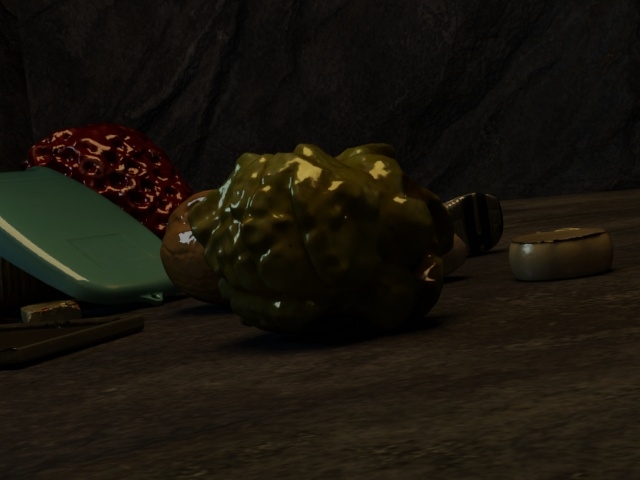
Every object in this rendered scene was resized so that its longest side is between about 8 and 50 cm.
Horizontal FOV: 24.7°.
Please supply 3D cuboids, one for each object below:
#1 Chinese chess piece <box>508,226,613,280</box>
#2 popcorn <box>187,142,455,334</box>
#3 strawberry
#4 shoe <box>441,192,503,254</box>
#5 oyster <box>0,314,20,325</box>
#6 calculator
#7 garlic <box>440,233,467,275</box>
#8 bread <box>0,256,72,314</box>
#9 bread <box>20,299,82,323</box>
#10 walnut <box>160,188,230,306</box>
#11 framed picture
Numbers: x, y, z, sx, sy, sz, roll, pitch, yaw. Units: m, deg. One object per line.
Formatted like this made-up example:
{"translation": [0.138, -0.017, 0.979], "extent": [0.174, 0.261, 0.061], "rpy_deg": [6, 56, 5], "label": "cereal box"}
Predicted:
{"translation": [0.282, 0.016, 1.717], "extent": [0.122, 0.051, 0.122], "rpy_deg": [-7, 6, 1], "label": "Chinese chess piece"}
{"translation": [0.000, 0.000, 1.431], "extent": [0.255, 0.194, 0.256], "rpy_deg": [-1, -14, 9], "label": "popcorn"}
{"translation": [-0.340, -0.062, 2.608], "extent": [0.345, 0.295, 0.317], "rpy_deg": [13, -25, 23], "label": "strawberry"}
{"translation": [0.171, -0.019, 2.142], "extent": [0.207, 0.091, 0.106], "rpy_deg": [-11, 10, -16], "label": "shoe"}
{"translation": [-0.431, 0.090, 1.792], "extent": [0.146, 0.045, 0.122], "rpy_deg": [26, -31, -37], "label": "oyster"}
{"translation": [-0.352, -0.009, 2.035], "extent": [0.386, 0.054, 0.256], "rpy_deg": [34, 24, 29], "label": "calculator"}
{"translation": [0.092, 0.017, 1.817], "extent": [0.175, 0.099, 0.124], "rpy_deg": [-13, 25, -28], "label": "garlic"}
{"translation": [-0.434, 0.050, 2.092], "extent": [0.132, 0.114, 0.190], "rpy_deg": [-1, -1, 41], "label": "bread"}
{"translation": [-0.348, 0.093, 1.880], "extent": [0.068, 0.028, 0.154], "rpy_deg": [-10, 2, -14], "label": "bread"}
{"translation": [-0.104, 0.007, 1.807], "extent": [0.207, 0.159, 0.159], "rpy_deg": [-3, 5, 32], "label": "walnut"}
{"translation": [-0.400, 0.117, 1.620], "extent": [0.335, 0.022, 0.247], "rpy_deg": [-6, 3, 24], "label": "framed picture"}
